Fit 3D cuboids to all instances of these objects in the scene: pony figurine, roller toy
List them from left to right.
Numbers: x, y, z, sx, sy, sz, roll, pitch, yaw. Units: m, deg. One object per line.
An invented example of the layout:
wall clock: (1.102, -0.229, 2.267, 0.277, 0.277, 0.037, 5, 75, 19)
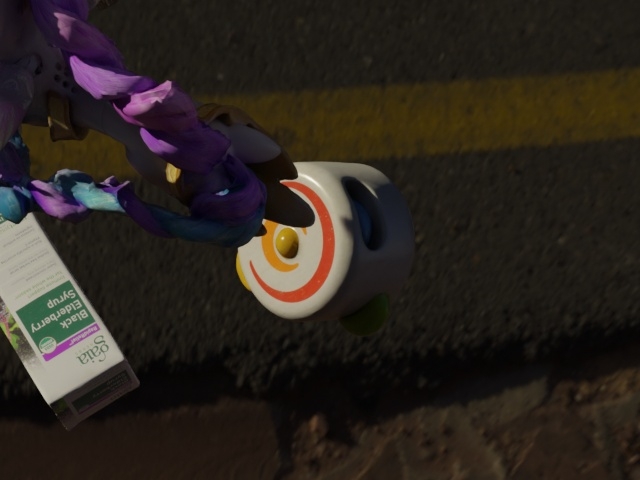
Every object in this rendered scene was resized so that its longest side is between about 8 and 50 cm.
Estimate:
pony figurine: (-0.185, -0.136, 0.858, 0.363, 0.351, 0.303, 27, 77, 22)
roller toy: (0.000, 0.000, 1.826, 0.209, 0.191, 0.146, 29, 20, 38)

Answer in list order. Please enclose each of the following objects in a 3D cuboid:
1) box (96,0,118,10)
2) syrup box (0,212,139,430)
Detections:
box: (-0.269, -0.326, 1.621, 0.029, 0.116, 0.162, -32, 92, -3)
syrup box: (-0.296, 0.075, 1.632, 0.093, 0.096, 0.237, -32, 67, -10)
